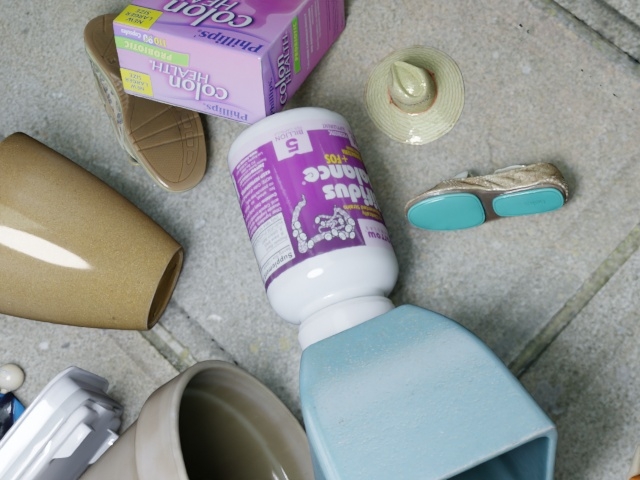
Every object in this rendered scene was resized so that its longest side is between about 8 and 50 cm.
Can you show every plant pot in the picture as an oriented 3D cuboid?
[{"bbox_3d":[-0.314,0.015,1.929,0.254,0.237,0.237,22,78,5],"label":"plant pot"},{"bbox_3d":[-0.168,0.342,1.741,0.280,0.323,0.323,-31,65,23],"label":"plant pot"},{"bbox_3d":[0.099,0.222,1.700,0.247,0.248,0.252,-22,54,-10],"label":"plant pot"}]

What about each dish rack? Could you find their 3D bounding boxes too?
[{"bbox_3d":[-0.358,0.308,1.799,0.072,0.285,0.333,37,84,10],"label":"dish rack"}]

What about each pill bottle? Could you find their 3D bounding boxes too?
[{"bbox_3d":[0.000,0.000,1.856,0.169,0.169,0.302,-22,68,8],"label":"pill bottle"}]

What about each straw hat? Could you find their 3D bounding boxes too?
[{"bbox_3d":[0.118,-0.202,1.950,0.144,0.061,0.144,-5,71,14],"label":"straw hat"}]

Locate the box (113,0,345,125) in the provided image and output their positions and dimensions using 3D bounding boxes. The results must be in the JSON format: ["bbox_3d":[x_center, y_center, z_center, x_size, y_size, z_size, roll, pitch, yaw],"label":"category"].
[{"bbox_3d":[-0.114,-0.283,1.956,0.213,0.117,0.243,16,48,20],"label":"box"}]

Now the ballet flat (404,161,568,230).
[{"bbox_3d":[0.208,-0.058,1.884,0.206,0.073,0.067,-6,43,11],"label":"ballet flat"}]

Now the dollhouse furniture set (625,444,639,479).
[{"bbox_3d":[0.462,0.327,1.586,0.259,0.262,0.135,25,80,-10],"label":"dollhouse furniture set"}]

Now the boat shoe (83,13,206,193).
[{"bbox_3d":[-0.237,-0.177,2.037,0.104,0.089,0.285,-19,68,-19],"label":"boat shoe"}]

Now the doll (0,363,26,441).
[{"bbox_3d":[-0.429,0.251,1.957,0.129,0.046,0.189,6,67,27],"label":"doll"}]
